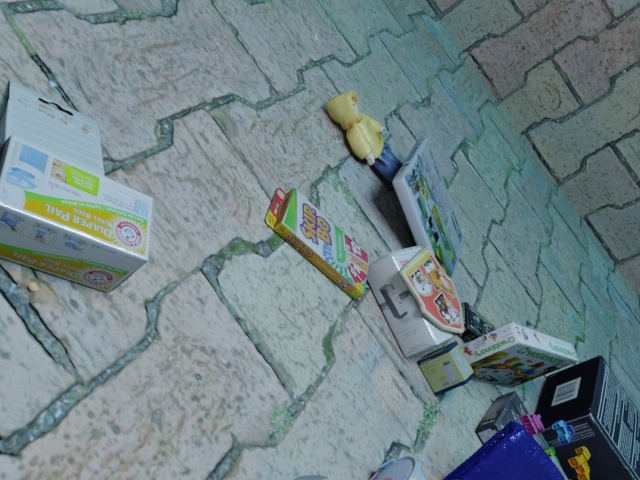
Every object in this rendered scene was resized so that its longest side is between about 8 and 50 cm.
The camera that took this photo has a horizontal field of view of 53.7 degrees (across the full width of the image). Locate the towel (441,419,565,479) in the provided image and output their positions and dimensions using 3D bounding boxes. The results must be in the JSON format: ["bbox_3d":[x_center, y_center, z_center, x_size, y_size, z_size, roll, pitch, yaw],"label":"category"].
[{"bbox_3d":[0.373,0.518,1.199,0.308,0.228,0.076,52,-7,-10],"label":"towel"}]

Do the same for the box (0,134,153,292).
[{"bbox_3d":[-0.334,-0.027,0.827,0.203,0.103,0.114,26,43,-38],"label":"box"}]

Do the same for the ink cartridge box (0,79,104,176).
[{"bbox_3d":[-0.397,-0.147,0.928,0.145,0.045,0.179,24,26,-39],"label":"ink cartridge box"}]

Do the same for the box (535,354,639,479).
[{"bbox_3d":[0.717,0.514,1.637,0.294,0.183,0.296,55,35,0],"label":"box"}]

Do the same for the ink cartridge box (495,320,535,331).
[{"bbox_3d":[0.550,0.286,1.736,0.135,0.056,0.099,22,47,-42],"label":"ink cartridge box"}]

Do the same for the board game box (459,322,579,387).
[{"bbox_3d":[0.452,0.277,1.493,0.305,0.193,0.053,20,47,-42],"label":"board game box"}]

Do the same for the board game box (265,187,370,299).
[{"bbox_3d":[0.000,0.000,1.301,0.259,0.039,0.124,39,36,-19],"label":"board game box"}]

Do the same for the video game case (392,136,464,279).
[{"bbox_3d":[0.289,-0.069,1.641,0.328,0.036,0.300,66,29,-19],"label":"video game case"}]

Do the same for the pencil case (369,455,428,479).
[{"bbox_3d":[0.188,0.491,1.043,0.273,0.114,0.124,53,23,-5],"label":"pencil case"}]

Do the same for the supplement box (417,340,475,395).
[{"bbox_3d":[0.271,0.275,1.361,0.056,0.083,0.083,-16,76,-56],"label":"supplement box"}]

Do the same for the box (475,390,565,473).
[{"bbox_3d":[0.462,0.487,1.450,0.231,0.056,0.183,59,31,5],"label":"box"}]

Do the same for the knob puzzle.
[{"bbox_3d":[0.260,0.115,1.368,0.213,0.030,0.213,33,40,-32],"label":"knob puzzle"}]

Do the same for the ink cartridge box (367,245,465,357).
[{"bbox_3d":[0.207,0.131,1.399,0.159,0.092,0.217,-8,70,-54],"label":"ink cartridge box"}]

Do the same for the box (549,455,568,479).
[{"bbox_3d":[0.452,0.537,1.317,0.126,0.137,0.072,60,30,6],"label":"box"}]

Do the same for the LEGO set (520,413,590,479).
[{"bbox_3d":[0.564,0.486,1.452,0.093,0.087,0.227,-7,68,-55],"label":"LEGO set"}]

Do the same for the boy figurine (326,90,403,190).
[{"bbox_3d":[0.131,-0.271,1.651,0.285,0.092,0.177,50,36,-16],"label":"boy figurine"}]

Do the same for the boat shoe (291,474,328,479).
[{"bbox_3d":[-0.025,0.377,0.947,0.100,0.035,0.035,9,83,-53],"label":"boat shoe"}]

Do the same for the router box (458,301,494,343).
[{"bbox_3d":[0.394,0.227,1.604,0.122,0.038,0.092,41,36,-23],"label":"router box"}]
